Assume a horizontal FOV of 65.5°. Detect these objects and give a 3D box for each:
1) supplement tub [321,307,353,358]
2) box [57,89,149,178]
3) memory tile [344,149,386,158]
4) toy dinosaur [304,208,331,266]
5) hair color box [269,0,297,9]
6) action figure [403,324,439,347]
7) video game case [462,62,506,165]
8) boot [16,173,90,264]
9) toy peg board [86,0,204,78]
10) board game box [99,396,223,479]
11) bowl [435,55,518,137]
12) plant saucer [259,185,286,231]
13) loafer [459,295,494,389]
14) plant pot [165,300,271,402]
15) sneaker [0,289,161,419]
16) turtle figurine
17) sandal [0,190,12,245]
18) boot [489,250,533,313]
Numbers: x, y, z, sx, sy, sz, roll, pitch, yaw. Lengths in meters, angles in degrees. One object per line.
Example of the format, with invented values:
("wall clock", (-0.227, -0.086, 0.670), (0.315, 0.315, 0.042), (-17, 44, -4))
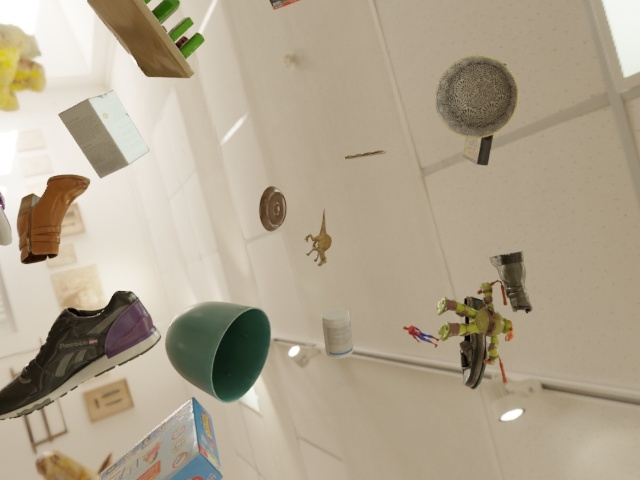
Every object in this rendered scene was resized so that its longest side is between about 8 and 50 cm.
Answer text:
("supplement tub", (0.042, 0.229, 1.225), (0.071, 0.071, 0.107), (23, -57, 57))
("box", (-0.518, -0.259, 1.204), (0.130, 0.091, 0.170), (-77, 144, -64))
("memory tile", (0.165, -0.315, 1.826), (0.148, 0.113, 0.012), (-7, -83, 18))
("toy dinosaur", (0.000, 0.000, 1.552), (0.093, 0.053, 0.183), (-13, -113, 41))
("hair color box", (-0.085, -0.710, 1.373), (0.167, 0.093, 0.053), (-80, 151, -42))
("action figure", (0.309, 0.294, 1.541), (0.115, 0.038, 0.030), (27, -32, 3))
("video game case", (0.444, -0.341, 1.362), (0.275, 0.035, 0.248), (-59, 156, -74))
("boot", (-0.551, -0.043, 1.032), (0.197, 0.073, 0.152), (-23, -115, 24))
("toy peg board", (-0.294, -0.375, 0.871), (0.161, 0.079, 0.161), (18, -27, 42))
("board game box", (-0.397, 0.568, 1.205), (0.086, 0.308, 0.302), (54, -9, -16))
("bowl", (0.339, -0.313, 1.067), (0.170, 0.080, 0.170), (13, -59, 22))
("plant saucer", (-0.168, -0.115, 1.822), (0.029, 0.168, 0.168), (4, -70, 27))
("loafer", (0.428, 0.286, 1.424), (0.096, 0.084, 0.267), (116, -6, -63))
("plant pot", (-0.331, 0.320, 1.538), (0.235, 0.293, 0.293), (12, -62, 27))
("sneaker", (-0.427, 0.179, 0.836), (0.124, 0.283, 0.107), (66, -18, -14))
("turtle figurine", (0.411, 0.222, 1.272), (0.087, 0.217, 0.269), (141, -45, -68))
("sandal", (-0.969, -0.181, 1.405), (0.169, 0.102, 0.416), (-29, -86, 46))
("boot", (0.512, 0.115, 1.336), (0.246, 0.084, 0.161), (9, 72, -73))
